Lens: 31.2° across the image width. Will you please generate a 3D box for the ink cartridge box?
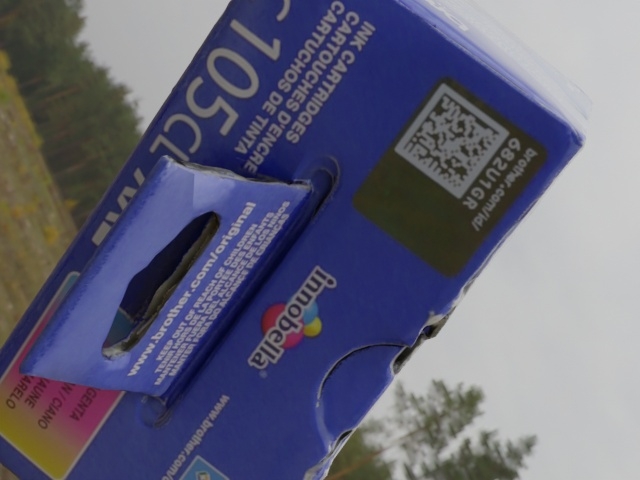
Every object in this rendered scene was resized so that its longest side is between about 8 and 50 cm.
[{"bbox_3d":[0.000,0.000,0.574,0.151,0.270,0.395,37,16,4],"label":"ink cartridge box"}]
